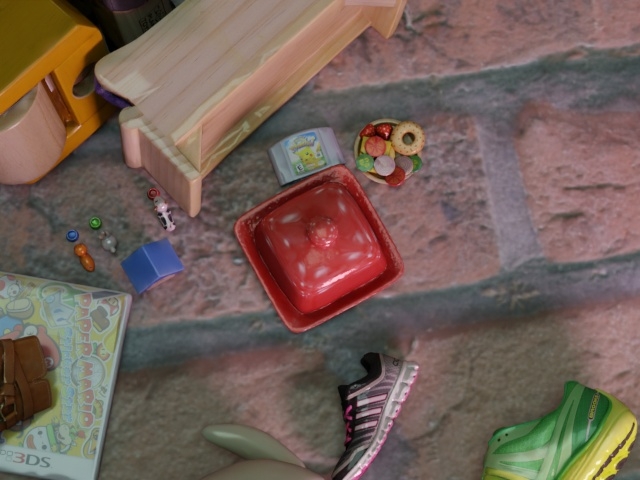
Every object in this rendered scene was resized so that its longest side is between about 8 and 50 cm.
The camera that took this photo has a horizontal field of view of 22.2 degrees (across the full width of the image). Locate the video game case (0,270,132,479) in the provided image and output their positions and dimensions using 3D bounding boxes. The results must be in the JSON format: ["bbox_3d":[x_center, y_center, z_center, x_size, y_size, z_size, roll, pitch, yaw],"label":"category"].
[{"bbox_3d":[-0.337,0.154,1.868,0.206,0.026,0.227,10,78,0],"label":"video game case"}]

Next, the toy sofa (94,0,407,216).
[{"bbox_3d":[-0.083,-0.216,1.883,0.177,0.150,0.362,45,77,7],"label":"toy sofa"}]

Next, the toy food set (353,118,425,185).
[{"bbox_3d":[0.081,-0.105,1.940,0.083,0.020,0.082,10,78,0],"label":"toy food set"}]

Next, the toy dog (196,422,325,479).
[{"bbox_3d":[-0.177,0.354,1.677,0.408,0.284,0.395,1,62,-16],"label":"toy dog"}]

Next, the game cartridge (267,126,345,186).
[{"bbox_3d":[-0.018,-0.102,1.939,0.083,0.017,0.056,-20,76,-6],"label":"game cartridge"}]

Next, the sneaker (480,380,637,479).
[{"bbox_3d":[0.225,0.279,1.835,0.295,0.109,0.123,-44,57,-7],"label":"sneaker"}]

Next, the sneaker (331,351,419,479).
[{"bbox_3d":[0.045,0.199,1.854,0.075,0.063,0.170,27,74,4],"label":"sneaker"}]

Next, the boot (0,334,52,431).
[{"bbox_3d":[-0.368,0.205,1.806,0.152,0.073,0.197,-17,121,-37],"label":"boot"}]

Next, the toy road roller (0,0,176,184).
[{"bbox_3d":[-0.331,-0.253,1.874,0.240,0.202,0.329,38,75,19],"label":"toy road roller"}]

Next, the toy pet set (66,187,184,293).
[{"bbox_3d":[-0.219,0.004,1.884,0.122,0.065,0.114,-29,80,-7],"label":"toy pet set"}]

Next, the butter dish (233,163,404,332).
[{"bbox_3d":[0.000,0.000,1.865,0.160,0.118,0.160,-28,81,-8],"label":"butter dish"}]
